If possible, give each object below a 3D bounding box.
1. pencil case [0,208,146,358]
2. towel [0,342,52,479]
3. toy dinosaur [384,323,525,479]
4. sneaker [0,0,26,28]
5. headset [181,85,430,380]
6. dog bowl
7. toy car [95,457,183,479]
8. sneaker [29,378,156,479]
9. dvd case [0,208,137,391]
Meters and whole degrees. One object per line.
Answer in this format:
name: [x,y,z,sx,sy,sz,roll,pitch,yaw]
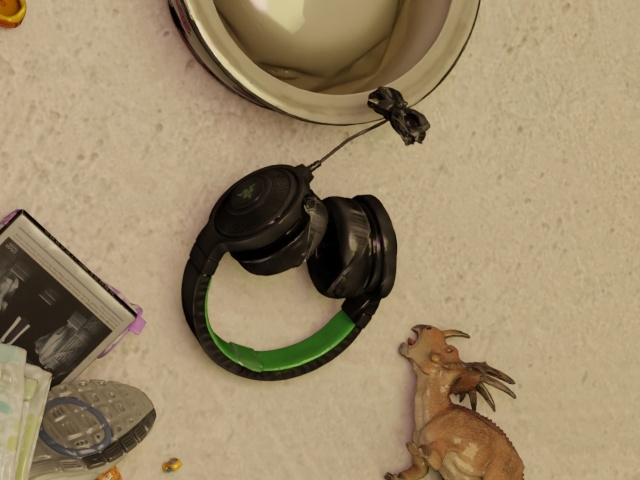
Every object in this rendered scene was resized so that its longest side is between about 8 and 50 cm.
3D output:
pencil case: [-0.302,0.048,1.984,0.206,0.088,0.086,40,45,-17]
towel: [-0.491,0.247,1.795,0.374,0.090,0.320,9,70,-6]
toy dinosaur: [0.193,0.261,2.175,0.200,0.127,0.295,-43,109,-27]
sneaker: [-0.395,-0.326,1.983,0.064,0.067,0.175,-42,101,-19]
headset: [0.000,0.000,2.019,0.243,0.185,0.394,19,105,-31]
dog bowl: [-0.012,-0.335,2.109,0.408,0.150,0.408,1,86,-24]
toy car: [-0.223,0.261,2.029,0.122,0.040,0.060,-18,93,-24]
sneaker: [-0.322,0.257,1.941,0.297,0.129,0.111,-28,69,-16]
dvd case: [-0.354,0.108,1.936,0.239,0.029,0.179,-45,104,6]
